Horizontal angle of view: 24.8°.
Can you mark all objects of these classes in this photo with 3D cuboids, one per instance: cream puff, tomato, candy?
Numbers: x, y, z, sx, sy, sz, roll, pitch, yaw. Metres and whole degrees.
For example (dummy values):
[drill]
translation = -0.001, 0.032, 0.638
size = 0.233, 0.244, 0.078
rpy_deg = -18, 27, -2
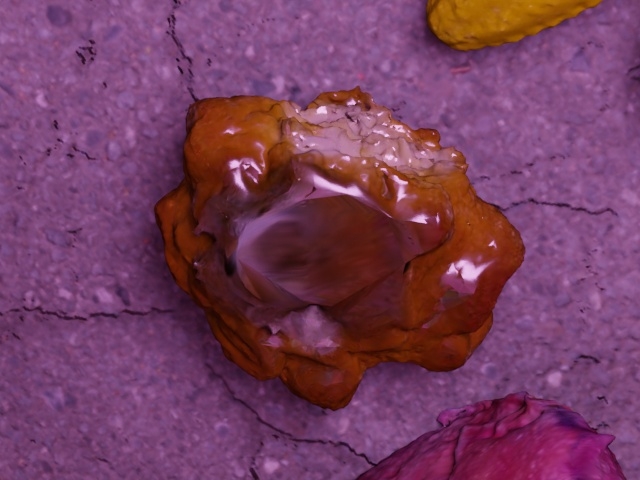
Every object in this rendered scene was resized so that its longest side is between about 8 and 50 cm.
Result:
[cream puff]
translation = 0.000, 0.000, 1.044
size = 0.241, 0.155, 0.269
rpy_deg = -33, 105, 20
[tomato]
translation = 0.108, 0.261, 1.061
size = 0.335, 0.289, 0.176
rpy_deg = -38, 105, 17
[candy]
translation = 0.156, -0.192, 0.973
size = 0.199, 0.106, 0.094
rpy_deg = -34, 61, 23
